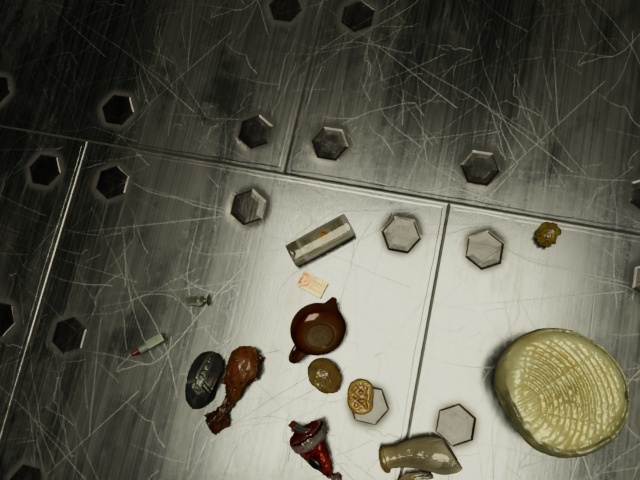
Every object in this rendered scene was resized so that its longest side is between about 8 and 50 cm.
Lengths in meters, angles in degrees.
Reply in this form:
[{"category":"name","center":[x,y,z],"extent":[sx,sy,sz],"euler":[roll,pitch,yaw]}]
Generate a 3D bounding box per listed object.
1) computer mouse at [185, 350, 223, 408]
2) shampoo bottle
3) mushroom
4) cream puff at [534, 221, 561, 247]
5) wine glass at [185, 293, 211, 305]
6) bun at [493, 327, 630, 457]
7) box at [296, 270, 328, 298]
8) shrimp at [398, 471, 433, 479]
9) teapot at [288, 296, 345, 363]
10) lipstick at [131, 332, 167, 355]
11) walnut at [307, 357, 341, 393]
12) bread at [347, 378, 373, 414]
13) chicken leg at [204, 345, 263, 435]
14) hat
[{"category":"computer mouse","center":[-0.386,0.457,1.870],"extent":[0.105,0.062,0.192],"euler":[18,83,10]},{"category":"shampoo bottle","center":[0.000,0.000,1.917],"extent":[0.227,0.056,0.086],"euler":[-28,76,1]},{"category":"mushroom","center":[0.299,0.647,1.731],"extent":[0.246,0.096,0.108],"euler":[-4,79,11]},{"category":"cream puff","center":[0.726,-0.022,1.829],"extent":[0.083,0.058,0.083],"euler":[-21,75,4]},{"category":"wine glass","center":[-0.414,0.202,1.939],"extent":[0.083,0.039,0.042],"euler":[-2,81,11]},{"category":"bun","center":[0.684,0.441,1.670],"extent":[0.364,0.202,0.365],"euler":[-2,72,5]},{"category":"box","center":[-0.027,0.147,1.912],"extent":[0.093,0.015,0.058],"euler":[28,85,11]},{"category":"shrimp","center":[0.328,0.779,1.726],"extent":[0.219,0.046,0.152],"euler":[17,84,11]},{"category":"teapot","center":[-0.023,0.290,1.837],"extent":[0.178,0.135,0.252],"euler":[34,104,-16]},{"category":"lipstick","center":[-0.583,0.356,1.931],"extent":[0.129,0.030,0.030],"euler":[-30,77,0]},{"category":"walnut","center":[0.013,0.429,1.808],"extent":[0.105,0.105,0.124],"euler":[-44,78,-3]},{"category":"bread","center":[0.125,0.493,1.810],"extent":[0.083,0.044,0.111],"euler":[-1,77,10]},{"category":"chicken leg","center":[-0.282,0.484,1.845],"extent":[0.113,0.093,0.305],"euler":[24,87,-2]},{"category":"hat","center":[-0.010,0.665,1.773],"extent":[0.140,0.129,0.228],"euler":[-28,94,42]}]
